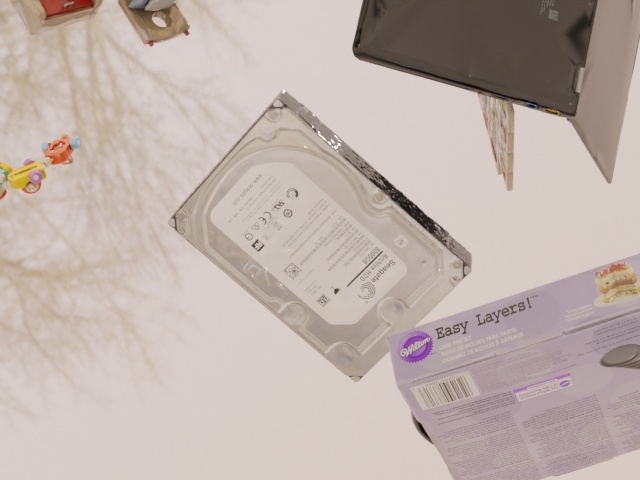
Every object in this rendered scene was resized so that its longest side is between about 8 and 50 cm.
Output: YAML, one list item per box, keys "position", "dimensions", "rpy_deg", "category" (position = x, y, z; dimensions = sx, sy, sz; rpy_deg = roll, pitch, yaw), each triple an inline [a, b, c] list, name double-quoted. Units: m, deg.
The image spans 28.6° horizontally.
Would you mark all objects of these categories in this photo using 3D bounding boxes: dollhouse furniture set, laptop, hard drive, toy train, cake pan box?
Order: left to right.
- position: [-0.434, -0.103, 1.842]
  dimensions: [0.166, 0.046, 0.125]
  rpy_deg: [-10, -149, 12]
  category: "toy train"
- position: [-0.222, -0.287, 1.356]
  dimensions: [0.183, 0.129, 0.129]
  rpy_deg: [-25, -103, -37]
  category: "dollhouse furniture set"
- position: [0.000, 0.000, 1.650]
  dimensions: [0.237, 0.339, 0.064]
  rpy_deg: [-45, -171, 21]
  category: "hard drive"
- position: [0.247, -0.317, 1.512]
  dimensions: [0.407, 0.236, 0.382]
  rpy_deg: [14, -100, -9]
  category: "laptop"
- position: [0.216, 0.141, 1.200]
  dimensions: [0.266, 0.246, 0.070]
  rpy_deg: [-20, -134, 11]
  category: "cake pan box"

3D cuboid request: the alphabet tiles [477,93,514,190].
- position: [0.232, -0.242, 1.746]
  dimensions: [0.011, 0.342, 0.285]
  rpy_deg: [-12, -115, 3]
  category: "alphabet tiles"
